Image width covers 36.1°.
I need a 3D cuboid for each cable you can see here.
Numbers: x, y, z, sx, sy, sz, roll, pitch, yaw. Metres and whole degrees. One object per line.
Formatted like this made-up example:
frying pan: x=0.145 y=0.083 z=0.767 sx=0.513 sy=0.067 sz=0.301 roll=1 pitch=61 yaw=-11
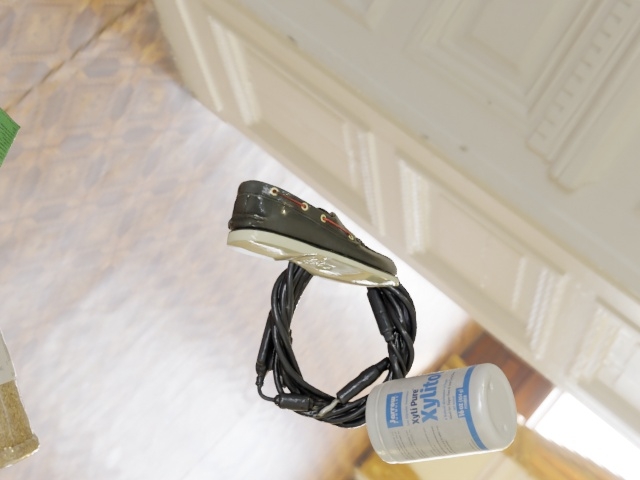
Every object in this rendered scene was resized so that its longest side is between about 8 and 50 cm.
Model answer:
cable: x=0.021 y=0.086 z=0.956 sx=0.047 sy=0.151 sz=0.184 roll=76 pitch=30 yaw=-80

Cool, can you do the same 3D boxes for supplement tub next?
supplement tub: x=0.099 y=0.142 z=0.800 sx=0.107 sy=0.071 sz=0.071 roll=-16 pitch=176 yaw=30

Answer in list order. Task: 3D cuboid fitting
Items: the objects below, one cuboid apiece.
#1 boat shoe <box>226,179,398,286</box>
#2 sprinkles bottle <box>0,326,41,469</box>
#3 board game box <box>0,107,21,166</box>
boat shoe: x=0.001 y=0.000 z=0.596 sx=0.133 sy=0.049 sz=0.042 roll=22 pitch=68 yaw=-39
sprinkles bottle: x=-0.427 y=0.090 z=1.106 sx=0.121 sy=0.355 sz=0.121 roll=-19 pitch=180 yaw=0
board game box: x=-0.386 y=-0.118 z=0.929 sx=0.259 sy=0.030 sz=0.136 roll=61 pitch=43 yaw=-62
